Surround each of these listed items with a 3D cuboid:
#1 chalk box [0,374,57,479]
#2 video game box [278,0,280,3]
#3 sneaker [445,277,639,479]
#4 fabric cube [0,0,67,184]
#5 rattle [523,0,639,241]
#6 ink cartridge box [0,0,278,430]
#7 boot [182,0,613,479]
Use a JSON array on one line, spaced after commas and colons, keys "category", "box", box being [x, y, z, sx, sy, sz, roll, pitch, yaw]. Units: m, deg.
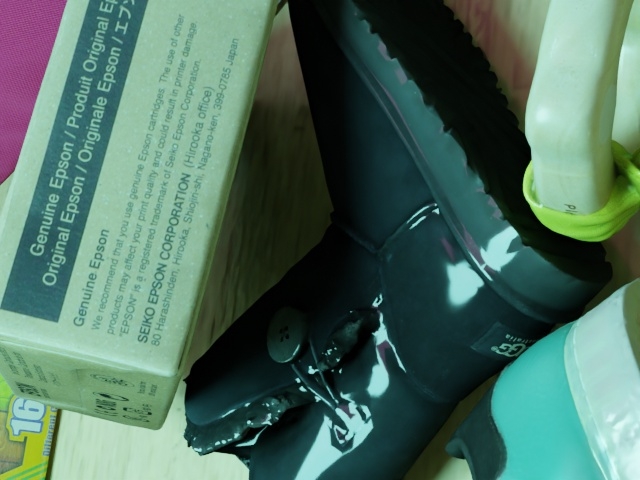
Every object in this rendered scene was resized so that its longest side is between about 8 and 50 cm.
[{"category": "chalk box", "box": [-0.278, 0.086, 0.863, 0.132, 0.213, 0.132, 2, 81, 48]}, {"category": "video game box", "box": [-0.095, -0.181, 0.863, 0.187, 0.048, 0.205, -43, 50, 29]}, {"category": "sneaker", "box": [0.119, 0.166, 0.494, 0.121, 0.108, 0.302, -40, 45, 35]}, {"category": "fabric cube", "box": [-0.250, -0.205, 0.812, 0.258, 0.259, 0.254, -36, 53, 37]}, {"category": "rattle", "box": [0.157, -0.092, 0.547, 0.143, 0.130, 0.200, 3, 55, 37]}, {"category": "ink cartridge box", "box": [-0.087, -0.022, 0.677, 0.235, 0.088, 0.193, 120, 163, -75]}, {"category": "boot", "box": [0.000, 0.000, 0.671, 0.207, 0.094, 0.246, -47, 51, 27]}]
